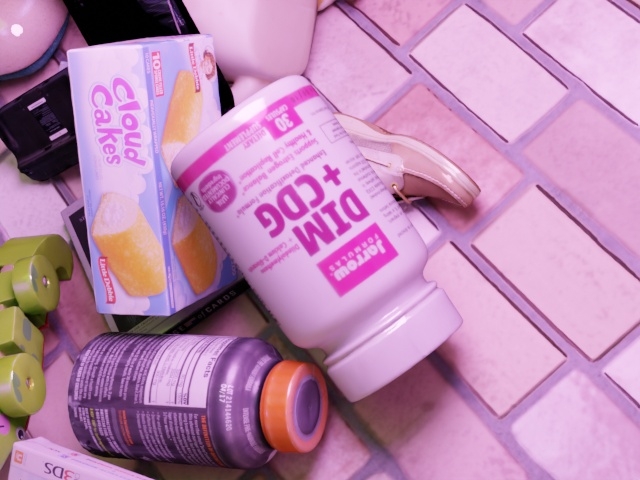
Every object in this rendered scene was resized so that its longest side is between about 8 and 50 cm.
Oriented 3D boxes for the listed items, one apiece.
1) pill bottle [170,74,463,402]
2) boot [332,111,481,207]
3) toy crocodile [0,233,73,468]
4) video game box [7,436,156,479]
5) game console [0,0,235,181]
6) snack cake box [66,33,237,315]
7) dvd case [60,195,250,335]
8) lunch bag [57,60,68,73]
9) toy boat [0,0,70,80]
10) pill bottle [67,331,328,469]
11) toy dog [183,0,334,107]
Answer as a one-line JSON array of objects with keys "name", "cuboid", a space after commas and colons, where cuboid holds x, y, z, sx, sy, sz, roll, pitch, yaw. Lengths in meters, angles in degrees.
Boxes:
[{"name": "pill bottle", "cuboid": [0.000, 0.000, 1.194, 0.160, 0.160, 0.283, -36, 89, 5]}, {"name": "boot", "cuboid": [0.048, -0.033, 1.308, 0.213, 0.077, 0.165, 25, 77, 40]}, {"name": "toy crocodile", "cuboid": [-0.341, 0.122, 1.364, 0.115, 0.105, 0.341, -15, 46, 17]}, {"name": "video game box", "cuboid": [-0.237, 0.316, 1.236, 0.187, 0.048, 0.205, 12, 94, 33]}, {"name": "game console", "cuboid": [-0.262, -0.172, 1.447, 0.361, 0.213, 0.044, -21, 11, 41]}, {"name": "snack cake box", "cuboid": [-0.165, -0.070, 1.276, 0.089, 0.152, 0.264, 0, 103, 25]}, {"name": "dvd case", "cuboid": [-0.185, 0.003, 1.435, 0.179, 0.029, 0.239, -35, 55, 5]}, {"name": "lunch bag", "cuboid": [-0.287, -0.178, 1.568, 0.083, 0.053, 0.071, 4, 63, 0]}, {"name": "toy boat", "cuboid": [-0.471, -0.225, 1.647, 0.267, 0.148, 0.318, 9, 61, 25]}, {"name": "pill bottle", "cuboid": [-0.118, 0.159, 1.254, 0.245, 0.130, 0.130, 0, 65, 27]}, {"name": "toy dog", "cuboid": [-0.163, -0.352, 1.500, 0.408, 0.284, 0.395, 24, 113, 33]}]
